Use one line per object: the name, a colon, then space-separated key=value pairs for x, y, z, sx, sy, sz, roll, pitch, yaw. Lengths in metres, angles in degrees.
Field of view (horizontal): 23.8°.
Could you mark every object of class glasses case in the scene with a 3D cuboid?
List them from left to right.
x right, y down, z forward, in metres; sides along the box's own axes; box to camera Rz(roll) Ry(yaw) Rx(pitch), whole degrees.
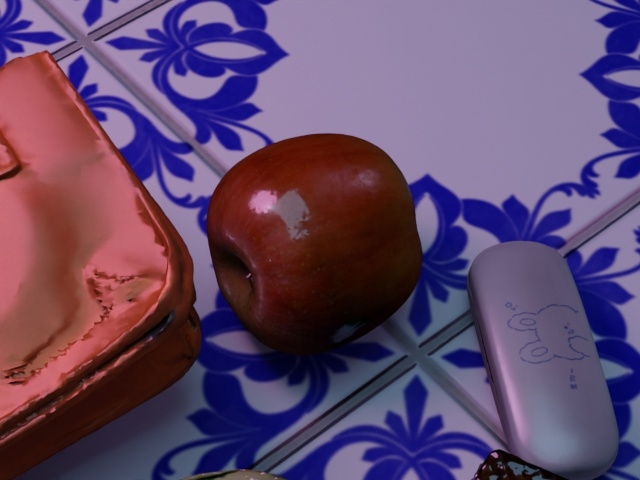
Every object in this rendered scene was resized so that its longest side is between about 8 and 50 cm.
glasses case: x=0.183 y=0.097 z=1.271 sx=0.092 sy=0.059 sz=0.233 roll=-6 pitch=51 yaw=-4

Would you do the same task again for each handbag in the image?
handbag: x=-0.318 y=0.059 z=1.170 sx=0.410 sy=0.116 sz=0.303 roll=-31 pitch=67 yaw=-13

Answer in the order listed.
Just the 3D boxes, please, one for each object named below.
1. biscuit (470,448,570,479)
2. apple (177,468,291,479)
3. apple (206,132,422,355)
biscuit: x=0.263 y=0.274 z=1.029 sx=0.388 sy=0.073 sz=0.107 roll=23 pitch=54 yaw=17
apple: x=-0.045 y=0.268 z=1.061 sx=0.207 sy=0.174 sz=0.188 roll=-52 pitch=35 yaw=14
apple: x=0.000 y=0.000 z=1.281 sx=0.199 sy=0.199 sz=0.199 roll=0 pitch=51 yaw=-1
